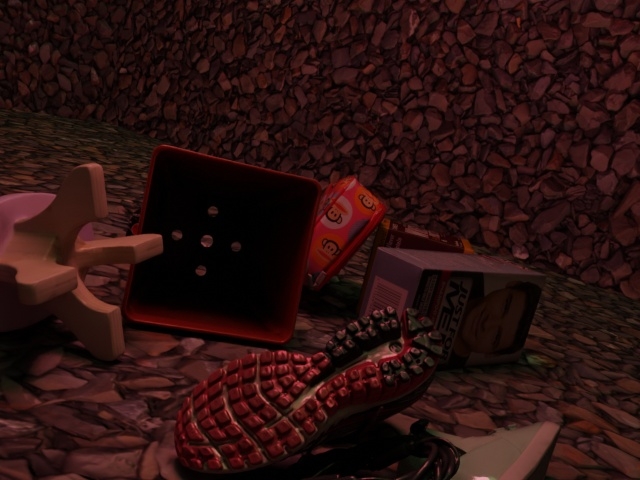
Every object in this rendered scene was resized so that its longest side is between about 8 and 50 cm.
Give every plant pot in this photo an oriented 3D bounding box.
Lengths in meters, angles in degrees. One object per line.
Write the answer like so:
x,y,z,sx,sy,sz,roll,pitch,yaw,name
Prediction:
-0.179,0.007,1.143,0.267,0.267,0.235,12,-1,-17,plant pot

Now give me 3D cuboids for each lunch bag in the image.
0.000,0.000,1.390,0.120,0.258,0.293,41,-4,-6,lunch bag

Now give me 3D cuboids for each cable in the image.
0.047,0.235,0.675,0.184,0.047,0.150,-14,-4,4,cable

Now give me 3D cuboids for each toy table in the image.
-0.337,0.026,0.877,0.160,0.252,0.274,2,25,20,toy table

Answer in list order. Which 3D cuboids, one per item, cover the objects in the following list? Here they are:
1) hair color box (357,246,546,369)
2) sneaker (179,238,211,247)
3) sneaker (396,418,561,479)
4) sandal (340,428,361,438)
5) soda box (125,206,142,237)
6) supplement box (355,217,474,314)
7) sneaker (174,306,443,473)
0.243,0.124,1.230,0.374,0.185,0.113,4,15,-42,hair color box
-0.258,0.024,1.442,0.118,0.042,0.067,14,4,37,sneaker
0.188,0.246,0.804,0.151,0.094,0.256,18,10,31,sneaker
-0.003,0.215,0.843,0.254,0.055,0.097,-4,12,-32,sandal
-0.392,-0.040,1.534,0.053,0.060,0.169,15,10,-4,soda box
0.192,0.073,1.400,0.194,0.191,0.129,15,12,5,supplement box
-0.006,0.179,0.721,0.299,0.112,0.121,-17,49,-12,sneaker
